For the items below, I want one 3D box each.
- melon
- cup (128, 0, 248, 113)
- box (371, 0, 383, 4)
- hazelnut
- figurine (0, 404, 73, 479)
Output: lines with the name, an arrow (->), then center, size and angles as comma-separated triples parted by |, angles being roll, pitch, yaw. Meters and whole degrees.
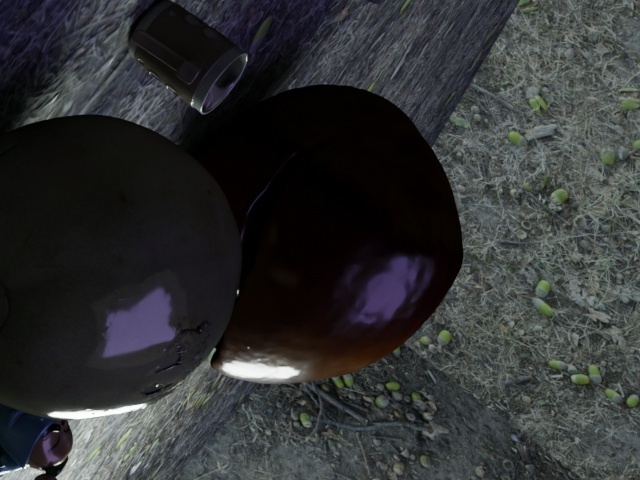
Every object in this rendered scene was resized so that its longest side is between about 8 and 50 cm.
melon -> -0.211, 0.026, 1.346 | 0.268, 0.268, 0.330 | -55, 164, 16
cup -> -0.139, -0.175, 1.485 | 0.102, 0.099, 0.074 | -43, 167, -50
box -> 0.081, -0.404, 1.922 | 0.204, 0.051, 0.365 | -55, 172, 10
hazelnut -> 0.000, 0.000, 2.016 | 0.402, 0.402, 0.429 | -57, -176, 26
figurine -> -0.374, 0.263, 1.944 | 0.178, 0.144, 0.114 | -44, 174, 30
